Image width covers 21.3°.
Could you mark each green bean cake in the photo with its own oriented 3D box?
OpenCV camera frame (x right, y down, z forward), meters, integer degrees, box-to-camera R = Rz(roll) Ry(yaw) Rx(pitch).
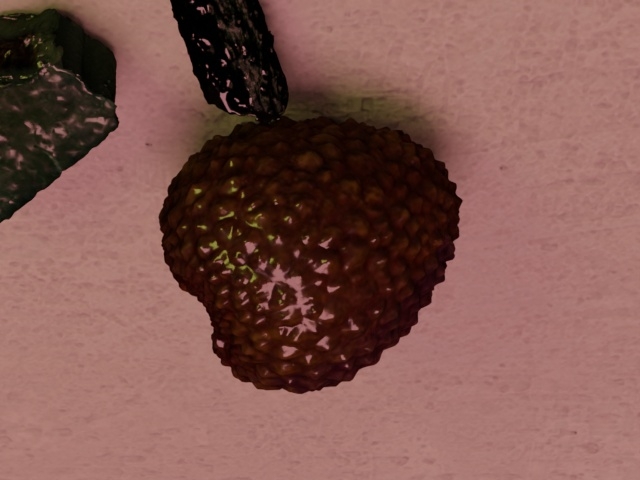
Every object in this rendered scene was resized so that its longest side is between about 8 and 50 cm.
[{"bbox_3d":[-0.294,-0.129,1.456,0.208,0.107,0.193,-33,124,28],"label":"green bean cake"}]

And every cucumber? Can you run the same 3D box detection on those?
[{"bbox_3d":[-0.094,-0.224,1.380,0.081,0.072,0.303,29,149,39],"label":"cucumber"}]

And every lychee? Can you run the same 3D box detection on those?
[{"bbox_3d":[0.000,0.000,1.507,0.271,0.271,0.271,0,136,0],"label":"lychee"}]
